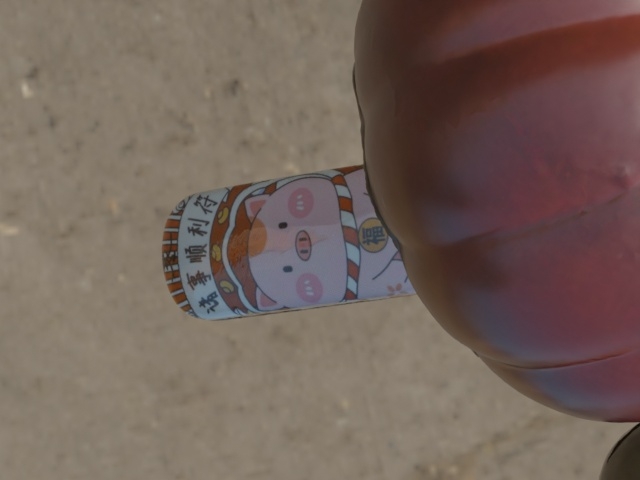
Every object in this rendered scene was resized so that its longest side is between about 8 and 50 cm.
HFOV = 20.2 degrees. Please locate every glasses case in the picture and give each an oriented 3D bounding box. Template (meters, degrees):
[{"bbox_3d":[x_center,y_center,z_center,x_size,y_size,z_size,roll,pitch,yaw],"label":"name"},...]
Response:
[{"bbox_3d":[0.000,0.000,1.353,0.267,0.103,0.067,-10,172,25],"label":"glasses case"}]

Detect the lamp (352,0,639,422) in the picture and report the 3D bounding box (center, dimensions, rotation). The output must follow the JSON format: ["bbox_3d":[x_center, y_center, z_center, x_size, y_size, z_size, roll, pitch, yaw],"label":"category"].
[{"bbox_3d":[0.149,-0.065,0.844,0.257,0.303,0.303,-18,151,39],"label":"lamp"}]

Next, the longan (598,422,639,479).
[{"bbox_3d":[0.196,0.138,0.923,0.113,0.092,0.113,1,107,3],"label":"longan"}]
